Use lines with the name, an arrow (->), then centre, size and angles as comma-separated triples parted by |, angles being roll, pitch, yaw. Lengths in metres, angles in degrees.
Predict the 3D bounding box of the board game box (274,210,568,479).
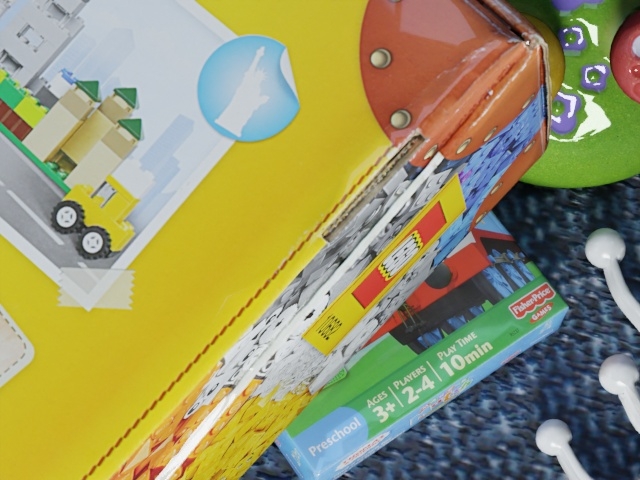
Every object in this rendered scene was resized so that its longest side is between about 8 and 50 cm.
board game box -> 0.000, 0.000, 0.884 | 0.160, 0.039, 0.211 | -32, 71, -17

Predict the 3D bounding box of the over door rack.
over door rack -> 0.225, -0.042, 0.814 | 0.108, 0.239, 0.324 | 37, 69, 6

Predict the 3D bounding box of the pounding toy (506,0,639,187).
pounding toy -> 0.111, -0.117, 0.840 | 0.183, 0.110, 0.237 | -38, 106, 17

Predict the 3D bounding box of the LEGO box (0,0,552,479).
LEGO box -> -0.206, -0.092, 0.762 | 0.500, 0.193, 0.372 | 43, 88, 12
